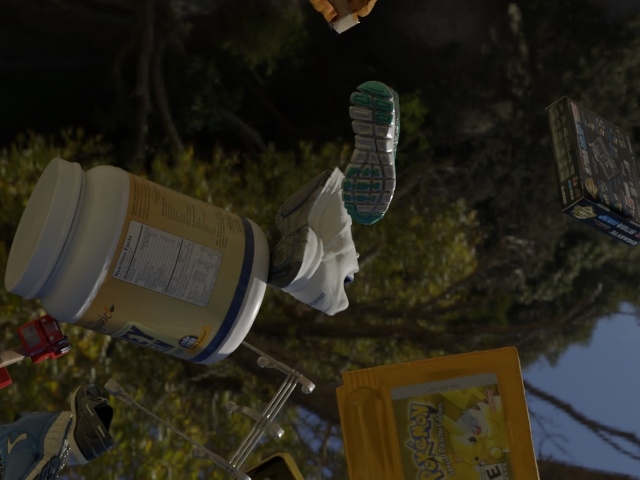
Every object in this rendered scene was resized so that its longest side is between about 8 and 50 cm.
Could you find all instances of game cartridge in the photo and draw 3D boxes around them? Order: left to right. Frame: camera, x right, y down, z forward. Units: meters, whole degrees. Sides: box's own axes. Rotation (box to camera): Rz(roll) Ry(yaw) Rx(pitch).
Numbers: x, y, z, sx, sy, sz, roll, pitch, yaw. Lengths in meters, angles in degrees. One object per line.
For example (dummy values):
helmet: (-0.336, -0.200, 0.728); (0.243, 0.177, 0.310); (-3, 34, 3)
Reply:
game cartridge: (0.201, 0.346, 1.652); (0.324, 0.285, 0.052); (-9, 175, 1)

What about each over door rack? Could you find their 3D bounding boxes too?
over door rack: (-0.208, 0.285, 1.841); (0.324, 0.239, 0.108); (33, 158, 6)

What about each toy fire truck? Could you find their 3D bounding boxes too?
toy fire truck: (-0.447, 0.167, 1.433); (0.135, 0.047, 0.192); (-24, 171, -17)

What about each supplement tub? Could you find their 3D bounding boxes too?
supplement tub: (-0.256, 0.029, 1.348); (0.316, 0.228, 0.228); (21, -172, -25)

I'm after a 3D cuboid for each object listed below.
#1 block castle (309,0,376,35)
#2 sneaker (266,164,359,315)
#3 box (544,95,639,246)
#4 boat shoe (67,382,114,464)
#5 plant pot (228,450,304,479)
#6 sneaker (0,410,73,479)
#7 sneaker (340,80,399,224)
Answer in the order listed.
block castle: (-0.005, -0.594, 1.632); (0.453, 0.303, 0.213); (31, -151, -50)
sneaker: (0.000, 0.000, 1.450); (0.111, 0.129, 0.297); (-33, -154, 34)
box: (0.465, -0.116, 1.600); (0.175, 0.220, 0.051); (22, 140, -30)
boat shoe: (-0.420, 0.333, 1.796); (0.079, 0.084, 0.233); (-31, -158, 0)
plant pot: (-0.103, 0.552, 1.949); (0.212, 0.212, 0.187); (-30, 176, 6)
sneaker: (-0.566, 0.424, 1.783); (0.147, 0.129, 0.330); (9, -162, -4)
sneaker: (0.066, -0.101, 1.094); (0.065, 0.166, 0.076); (13, -161, 16)
